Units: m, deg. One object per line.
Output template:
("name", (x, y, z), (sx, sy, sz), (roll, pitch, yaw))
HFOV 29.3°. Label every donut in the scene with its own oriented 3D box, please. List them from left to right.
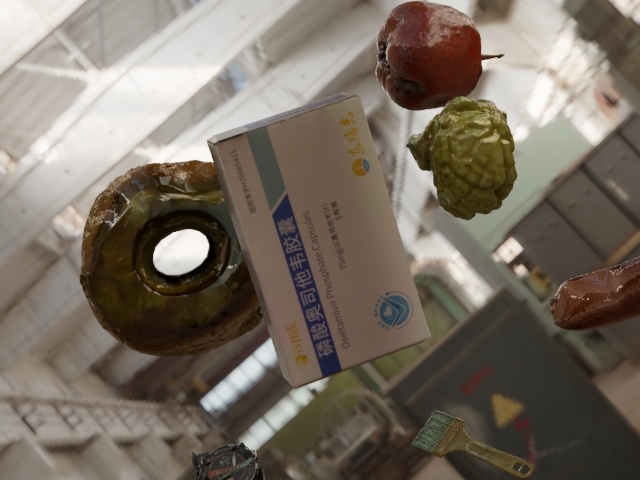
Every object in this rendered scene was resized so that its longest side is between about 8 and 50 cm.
("donut", (-0.211, 0.018, 1.856), (0.330, 0.330, 0.160), (-41, -3, -9))

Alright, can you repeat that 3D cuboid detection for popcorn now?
("popcorn", (0.207, -0.115, 1.685), (0.142, 0.173, 0.173), (-30, -8, 0))

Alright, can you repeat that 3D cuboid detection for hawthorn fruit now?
("hawthorn fruit", (0.226, -0.335, 2.234), (0.243, 0.207, 0.207), (-1, -20, -13))

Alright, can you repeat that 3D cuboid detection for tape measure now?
("tape measure", (-0.118, 0.303, 1.552), (0.094, 0.091, 0.054), (-9, -40, 8))

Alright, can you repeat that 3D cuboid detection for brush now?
("brush", (0.265, 0.357, 2.087), (0.082, 0.218, 0.010), (-53, -36, -24))

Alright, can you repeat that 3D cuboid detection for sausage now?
("sausage", (0.495, 0.067, 1.865), (0.300, 0.089, 0.083), (-23, -29, 22))

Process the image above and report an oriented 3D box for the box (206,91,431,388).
("box", (0.000, 0.000, 1.595), (0.200, 0.343, 0.065), (-19, 13, -9))
